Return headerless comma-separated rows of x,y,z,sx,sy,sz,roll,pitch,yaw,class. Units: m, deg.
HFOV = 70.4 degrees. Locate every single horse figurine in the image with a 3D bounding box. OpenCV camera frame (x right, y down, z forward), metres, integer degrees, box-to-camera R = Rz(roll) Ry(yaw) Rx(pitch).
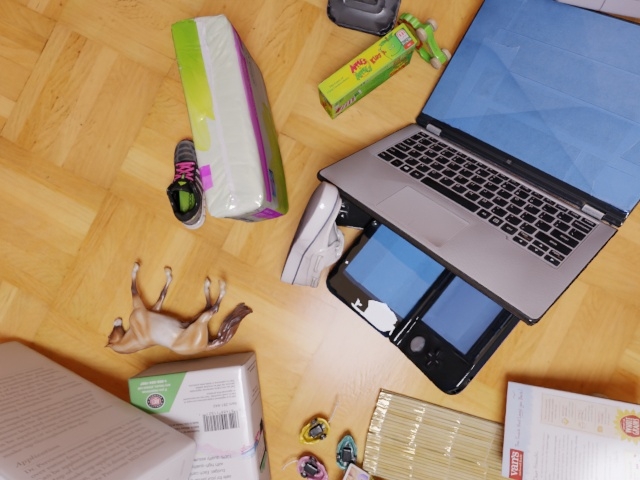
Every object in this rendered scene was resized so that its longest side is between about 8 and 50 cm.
-0.266,0.144,0.837,0.263,0.066,0.174,11,83,6,horse figurine

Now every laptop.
0.273,-0.167,0.656,0.408,0.236,0.382,-32,54,-31,laptop

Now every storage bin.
0.090,-0.464,0.795,0.122,0.084,0.180,15,112,3,storage bin

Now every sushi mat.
0.240,0.388,0.826,0.316,0.019,0.151,15,88,3,sushi mat

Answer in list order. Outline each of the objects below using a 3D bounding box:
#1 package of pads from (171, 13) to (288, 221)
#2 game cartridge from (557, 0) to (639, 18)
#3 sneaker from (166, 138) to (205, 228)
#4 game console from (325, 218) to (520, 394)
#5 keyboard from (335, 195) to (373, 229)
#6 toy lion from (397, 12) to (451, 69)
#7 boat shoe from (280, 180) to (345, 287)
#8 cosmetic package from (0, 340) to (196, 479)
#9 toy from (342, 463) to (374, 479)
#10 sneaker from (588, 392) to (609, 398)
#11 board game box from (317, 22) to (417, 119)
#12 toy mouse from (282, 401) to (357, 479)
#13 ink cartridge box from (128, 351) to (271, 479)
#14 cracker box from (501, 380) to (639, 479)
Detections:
-0.136,-0.181,0.758,0.101,0.229,0.296,-11,89,5,package of pads
0.492,-0.406,0.734,0.297,0.198,0.062,3,125,-10,game cartridge
-0.247,-0.107,0.837,0.063,0.075,0.170,-2,88,3,sneaker
0.189,0.046,0.737,0.173,0.250,0.293,38,90,-25,game console
0.169,-0.027,0.838,0.317,0.033,0.201,9,88,4,keyboard
0.181,-0.366,0.824,0.034,0.096,0.100,-43,127,1,toy lion
0.000,0.000,0.755,0.084,0.258,0.095,18,58,-6,boat shoe
-0.448,0.323,0.688,0.453,0.230,0.161,17,97,23,cosmetic package
0.054,0.524,0.760,0.137,0.056,0.237,39,64,-14,toy
0.470,0.351,0.787,0.065,0.076,0.166,22,90,4,sneaker
0.082,-0.300,0.818,0.181,0.092,0.043,-36,87,1,board game box
0.014,0.396,0.831,0.161,0.031,0.143,-38,87,1,toy mouse
-0.204,0.356,0.801,0.201,0.117,0.278,-8,88,3,ink cartridge box
0.425,0.329,0.738,0.232,0.067,0.155,3,77,29,cracker box
